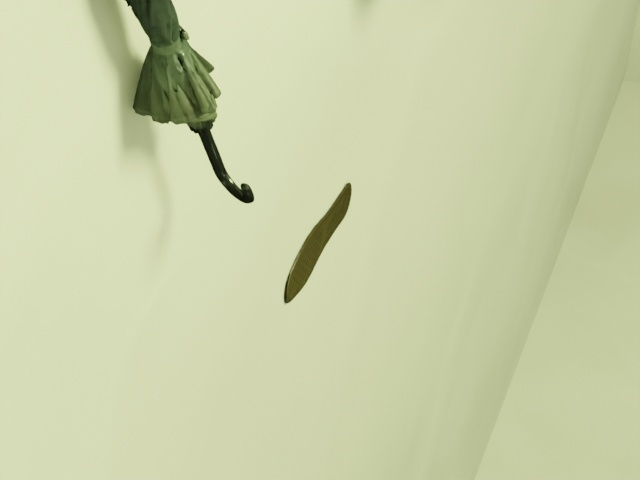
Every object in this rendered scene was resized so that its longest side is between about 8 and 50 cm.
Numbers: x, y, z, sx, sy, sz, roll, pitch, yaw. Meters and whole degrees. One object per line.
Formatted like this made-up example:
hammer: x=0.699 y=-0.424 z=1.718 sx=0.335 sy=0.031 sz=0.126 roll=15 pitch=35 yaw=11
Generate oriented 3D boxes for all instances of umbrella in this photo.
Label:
umbrella: x=-0.078 y=-0.101 z=0.561 sx=0.044 sy=0.044 sz=0.269 roll=-41 pitch=144 yaw=-15

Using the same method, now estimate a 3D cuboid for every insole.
insole: x=0.000 y=0.000 z=0.972 sx=0.135 sy=0.002 sz=0.045 roll=-57 pitch=157 yaw=-48
